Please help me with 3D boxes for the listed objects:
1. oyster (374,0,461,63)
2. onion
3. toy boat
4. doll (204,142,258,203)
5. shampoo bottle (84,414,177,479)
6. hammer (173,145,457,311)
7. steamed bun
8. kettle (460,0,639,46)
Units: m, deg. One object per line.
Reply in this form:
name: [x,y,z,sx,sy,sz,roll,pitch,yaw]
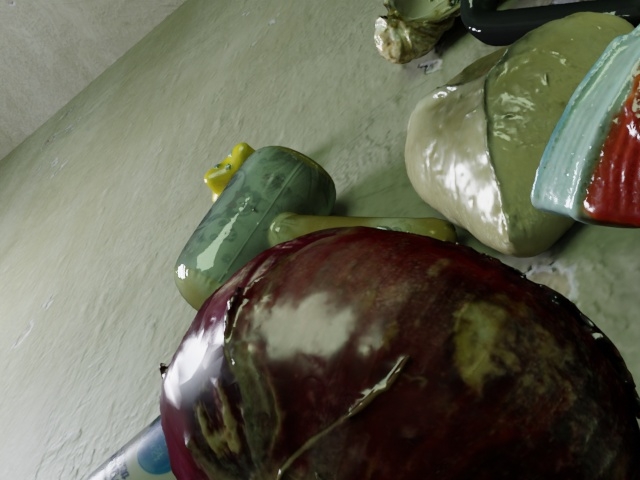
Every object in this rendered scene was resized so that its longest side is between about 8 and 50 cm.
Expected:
oyster: [0.191,-0.329,0.989,0.294,0.094,0.166,-27,49,13]
onion: [0.041,0.101,0.418,0.246,0.246,0.190,-18,28,42]
toy boat: [0.267,-0.121,0.501,0.332,0.145,0.133,-41,26,-5]
doll: [-0.095,-0.055,1.023,0.113,0.071,0.135,27,79,43]
shampoo bottle: [-0.125,0.194,0.669,0.303,0.092,0.092,-40,27,9]
hammer: [0.000,0.000,0.777,0.305,0.113,0.202,6,58,47]
steamed bun: [0.164,-0.111,0.675,0.212,0.110,0.231,-43,28,-1]
kettle: [0.231,-0.332,0.748,0.308,0.203,0.262,17,56,48]
